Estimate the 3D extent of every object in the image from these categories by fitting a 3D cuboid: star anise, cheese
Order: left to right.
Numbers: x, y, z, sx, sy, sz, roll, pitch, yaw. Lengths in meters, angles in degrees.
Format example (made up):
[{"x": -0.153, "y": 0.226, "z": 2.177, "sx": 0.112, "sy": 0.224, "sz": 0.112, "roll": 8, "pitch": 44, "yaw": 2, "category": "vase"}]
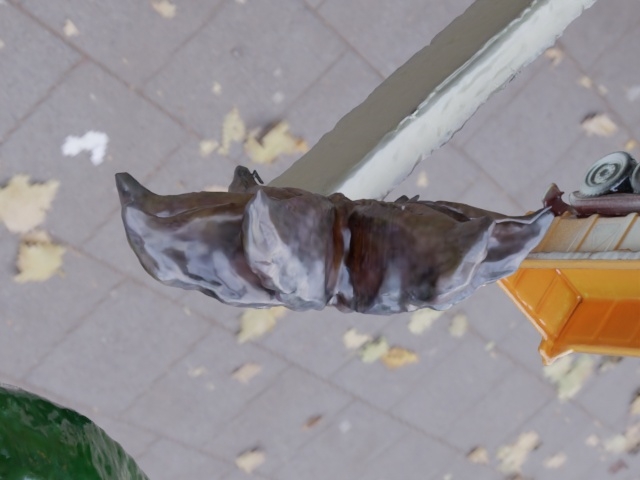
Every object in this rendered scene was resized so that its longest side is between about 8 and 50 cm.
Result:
[{"x": -0.002, "y": 0.001, "z": 0.423, "sx": 0.141, "sy": 0.141, "sz": 0.042, "roll": 2, "pitch": 95, "yaw": -42, "category": "star anise"}, {"x": 0.079, "y": -0.100, "z": 0.799, "sx": 0.400, "sy": 0.085, "sz": 0.034, "roll": -42, "pitch": 116, "yaw": -19, "category": "cheese"}]

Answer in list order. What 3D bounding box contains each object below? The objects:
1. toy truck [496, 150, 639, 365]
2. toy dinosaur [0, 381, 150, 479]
[{"x": 0.228, "y": 0.016, "z": 0.832, "sx": 0.114, "sy": 0.270, "sz": 0.135, "roll": 46, "pitch": 65, "yaw": -24, "category": "toy truck"}, {"x": -0.105, "y": 0.047, "z": 0.468, "sx": 0.447, "sy": 0.087, "sz": 0.301, "roll": 2, "pitch": 124, "yaw": -51, "category": "toy dinosaur"}]
